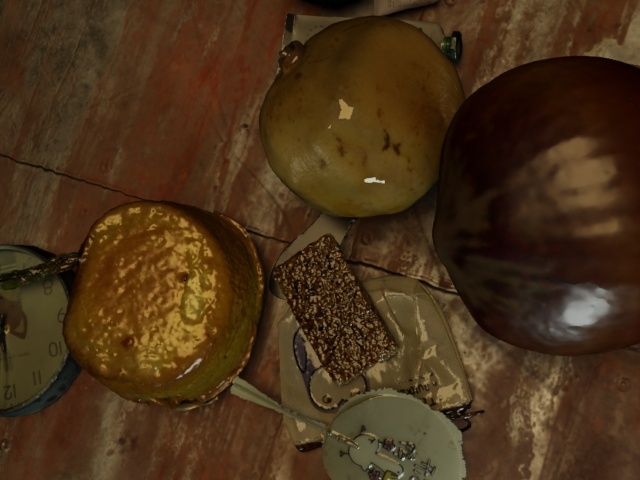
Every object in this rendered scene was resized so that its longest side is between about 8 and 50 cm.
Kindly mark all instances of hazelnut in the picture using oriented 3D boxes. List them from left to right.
[{"bbox_3d":[0.373,-0.046,1.212,0.402,0.402,0.429,-5,99,12],"label":"hazelnut"}]

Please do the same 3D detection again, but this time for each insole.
[{"bbox_3d":[0.000,0.000,1.498,0.086,0.005,0.253,38,91,15],"label":"insole"}]

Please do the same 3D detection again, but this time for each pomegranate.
[{"bbox_3d":[0.063,-0.199,1.355,0.332,0.332,0.333,-2,81,13],"label":"pomegranate"}]

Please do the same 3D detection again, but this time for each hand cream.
[{"bbox_3d":[0.082,-0.346,1.512,0.335,0.076,0.121,5,80,20],"label":"hand cream"},{"bbox_3d":[0.161,-0.442,1.495,0.142,0.053,0.084,-7,122,-7],"label":"hand cream"}]

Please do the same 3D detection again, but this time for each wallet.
[{"bbox_3d":[0.080,0.205,1.414,0.335,0.068,0.275,-15,80,12],"label":"wallet"}]

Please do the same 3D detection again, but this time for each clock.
[{"bbox_3d":[-0.584,0.163,1.575,0.325,0.067,0.325,-2,80,12],"label":"clock"}]

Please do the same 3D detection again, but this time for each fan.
[{"bbox_3d":[0.035,0.323,1.387,0.414,0.012,0.233,20,105,12],"label":"fan"}]

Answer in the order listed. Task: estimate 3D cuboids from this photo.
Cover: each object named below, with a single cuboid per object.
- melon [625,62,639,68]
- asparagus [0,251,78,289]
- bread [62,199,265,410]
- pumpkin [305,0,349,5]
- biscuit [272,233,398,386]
[{"bbox_3d":[0.455,-0.240,1.381,0.202,0.139,0.093,-46,52,5],"label":"melon"},{"bbox_3d":[-0.498,0.052,1.525,0.165,0.030,0.036,-20,66,8],"label":"asparagus"},{"bbox_3d":[-0.278,0.107,1.446,0.336,0.204,0.358,8,84,19],"label":"bread"},{"bbox_3d":[0.009,-0.518,1.503,0.211,0.152,0.212,-8,66,19],"label":"pumpkin"},{"bbox_3d":[0.021,0.114,1.393,0.131,0.025,0.231,-35,76,15],"label":"biscuit"}]
